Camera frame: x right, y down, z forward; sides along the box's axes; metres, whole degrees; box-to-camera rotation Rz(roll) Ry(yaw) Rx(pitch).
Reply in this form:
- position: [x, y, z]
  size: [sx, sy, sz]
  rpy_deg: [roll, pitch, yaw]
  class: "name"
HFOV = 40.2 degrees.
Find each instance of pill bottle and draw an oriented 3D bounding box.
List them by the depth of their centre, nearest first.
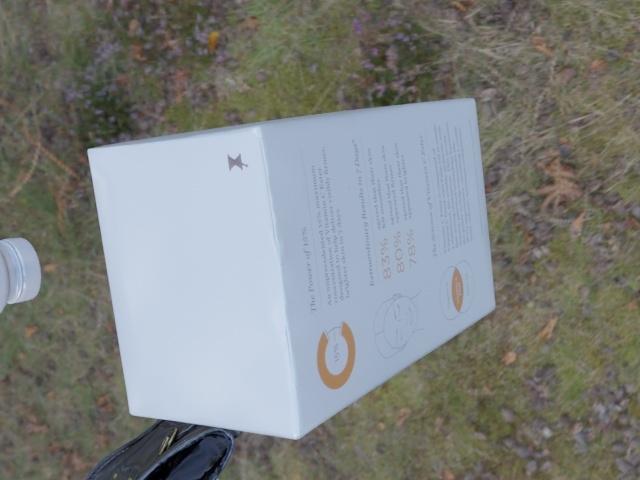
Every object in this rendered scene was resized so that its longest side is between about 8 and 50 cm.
- position: [-0.451, 0.050, 1.080]
  size: [0.112, 0.187, 0.111]
  rpy_deg: [10, 105, 42]
  class: "pill bottle"

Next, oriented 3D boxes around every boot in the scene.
- position: [-0.173, 0.244, 0.837]
  size: [0.091, 0.229, 0.263]
  rpy_deg: [42, 89, -4]
  class: "boot"

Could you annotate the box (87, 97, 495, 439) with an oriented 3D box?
- position: [0.000, 0.000, 0.752]
  size: [0.168, 0.345, 0.214]
  rpy_deg: [-1, 100, 34]
  class: "box"
